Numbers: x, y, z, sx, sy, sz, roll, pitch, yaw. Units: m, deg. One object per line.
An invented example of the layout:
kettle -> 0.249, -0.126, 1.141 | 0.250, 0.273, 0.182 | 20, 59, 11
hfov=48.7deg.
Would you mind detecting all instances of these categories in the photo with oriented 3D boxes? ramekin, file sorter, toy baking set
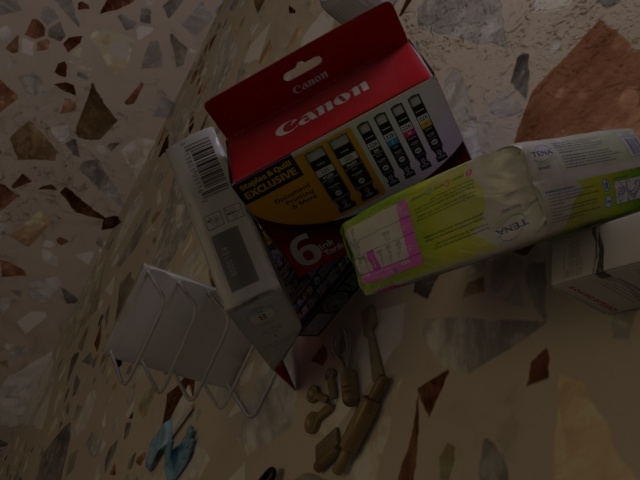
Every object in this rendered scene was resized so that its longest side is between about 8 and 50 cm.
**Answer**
ramekin -> 0.085, -0.561, 1.531 | 0.207, 0.109, 0.207 | -40, 38, 41
file sorter -> -0.232, 0.197, 1.338 | 0.193, 0.277, 0.173 | -64, 29, 6
toy baking set -> 0.035, 0.230, 1.102 | 0.256, 0.030, 0.197 | -63, 28, 8

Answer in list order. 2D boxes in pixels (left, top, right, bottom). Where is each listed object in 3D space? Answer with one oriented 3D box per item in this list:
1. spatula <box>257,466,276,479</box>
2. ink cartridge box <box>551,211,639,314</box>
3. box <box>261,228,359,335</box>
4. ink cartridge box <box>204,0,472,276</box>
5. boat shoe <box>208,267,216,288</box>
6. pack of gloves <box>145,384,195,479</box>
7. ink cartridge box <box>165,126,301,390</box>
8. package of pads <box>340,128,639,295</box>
spatula -> -0.149, 0.506, 1.214 | 0.297, 0.030, 0.084 | -62, 25, 14
ink cartridge box -> 0.311, 0.021, 0.695 | 0.135, 0.099, 0.056 | -25, 49, 51
box -> 0.000, 0.000, 1.233 | 0.270, 0.060, 0.216 | -53, 51, 26
ink cartridge box -> 0.030, -0.135, 1.008 | 0.309, 0.272, 0.130 | -28, 38, 10
boat shoe -> -0.223, 0.030, 1.686 | 0.073, 0.073, 0.207 | -17, 48, 8
pack of gloves -> -0.355, 0.470, 1.601 | 0.232, 0.046, 0.195 | -57, 30, 18
ink cartridge box -> -0.108, 0.048, 1.159 | 0.091, 0.385, 0.308 | -26, 60, -1
package of pads -> 0.189, -0.031, 0.806 | 0.296, 0.229, 0.101 | -26, 80, 52
